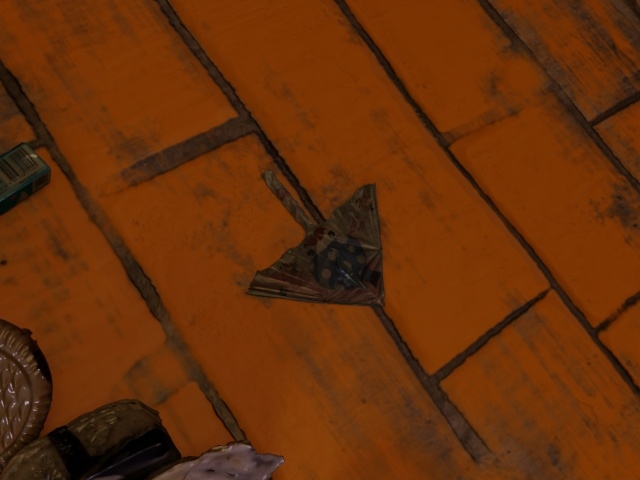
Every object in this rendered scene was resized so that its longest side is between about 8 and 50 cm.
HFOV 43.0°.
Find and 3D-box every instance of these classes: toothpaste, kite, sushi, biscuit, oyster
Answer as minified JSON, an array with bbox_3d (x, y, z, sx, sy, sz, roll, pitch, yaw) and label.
[{"bbox_3d":[-0.527,-0.049,1.206,0.065,0.050,0.266,46,60,4],"label":"toothpaste"},{"bbox_3d":[0.000,0.000,1.395,0.314,0.011,0.335,47,59,6],"label":"kite"},{"bbox_3d":[-0.333,0.298,1.085,0.273,0.134,0.109,-22,61,-12],"label":"sushi"},{"bbox_3d":[-0.472,0.201,1.024,0.259,0.079,0.259,-11,108,-37],"label":"biscuit"},{"bbox_3d":[-0.186,0.384,1.094,0.271,0.100,0.275,30,70,-15],"label":"oyster"}]
